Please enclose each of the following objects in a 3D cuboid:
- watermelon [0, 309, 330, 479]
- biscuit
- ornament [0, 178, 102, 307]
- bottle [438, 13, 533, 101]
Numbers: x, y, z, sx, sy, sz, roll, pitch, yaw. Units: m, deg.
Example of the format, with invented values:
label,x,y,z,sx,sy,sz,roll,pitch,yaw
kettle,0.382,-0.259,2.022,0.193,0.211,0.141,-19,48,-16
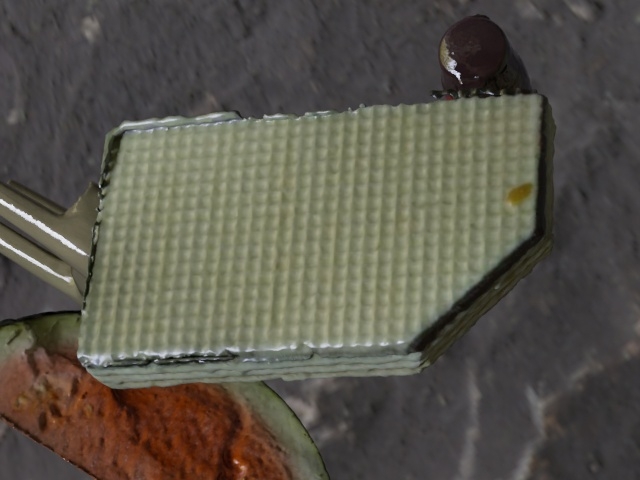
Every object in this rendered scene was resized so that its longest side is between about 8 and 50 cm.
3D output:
label,x,y,z,sx,sy,sz,roll,pitch,yaw
watermelon,-0.097,0.107,1.050,0.245,0.119,0.063,25,128,-3
biscuit,0.000,0.000,0.980,0.252,0.150,0.052,-5,155,16
ornament,-0.130,0.015,1.247,0.245,0.230,0.061,31,76,5
bottle,0.113,-0.090,1.202,0.060,0.060,0.164,-30,153,2
